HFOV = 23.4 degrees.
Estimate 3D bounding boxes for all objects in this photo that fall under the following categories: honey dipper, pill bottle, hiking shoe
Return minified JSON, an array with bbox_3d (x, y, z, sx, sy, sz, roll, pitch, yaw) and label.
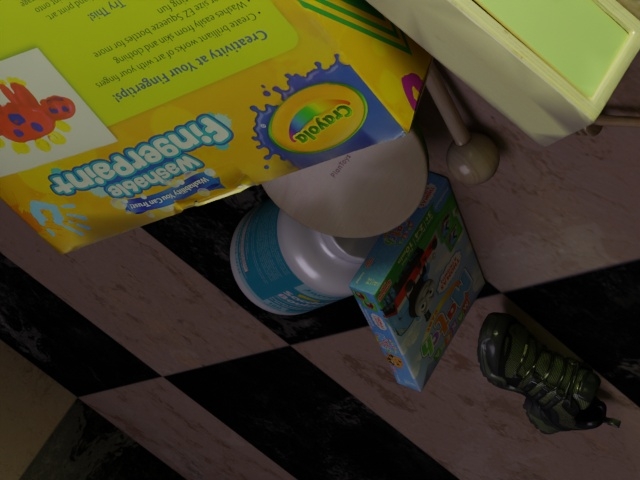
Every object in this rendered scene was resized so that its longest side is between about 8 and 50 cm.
[{"bbox_3d":[0.272,-0.103,1.331,0.160,0.030,0.030,6,146,46],"label":"honey dipper"},{"bbox_3d":[0.000,0.000,1.786,0.146,0.146,0.264,38,159,-11],"label":"pill bottle"},{"bbox_3d":[0.274,0.154,1.836,0.114,0.086,0.227,-4,144,38],"label":"hiking shoe"}]

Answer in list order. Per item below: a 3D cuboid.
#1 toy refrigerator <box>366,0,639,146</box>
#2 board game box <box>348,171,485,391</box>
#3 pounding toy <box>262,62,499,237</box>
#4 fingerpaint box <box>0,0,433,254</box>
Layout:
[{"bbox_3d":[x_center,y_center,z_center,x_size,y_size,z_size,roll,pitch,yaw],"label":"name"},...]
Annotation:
[{"bbox_3d":[0.123,-0.204,1.227,0.269,0.102,0.094,39,158,-10],"label":"toy refrigerator"},{"bbox_3d":[0.111,0.048,1.708,0.039,0.160,0.211,20,155,29],"label":"board game box"},{"bbox_3d":[0.053,-0.114,1.565,0.236,0.110,0.183,-19,118,29],"label":"pounding toy"},{"bbox_3d":[-0.179,-0.207,1.390,0.444,0.163,0.371,-18,128,36],"label":"fingerpaint box"}]
